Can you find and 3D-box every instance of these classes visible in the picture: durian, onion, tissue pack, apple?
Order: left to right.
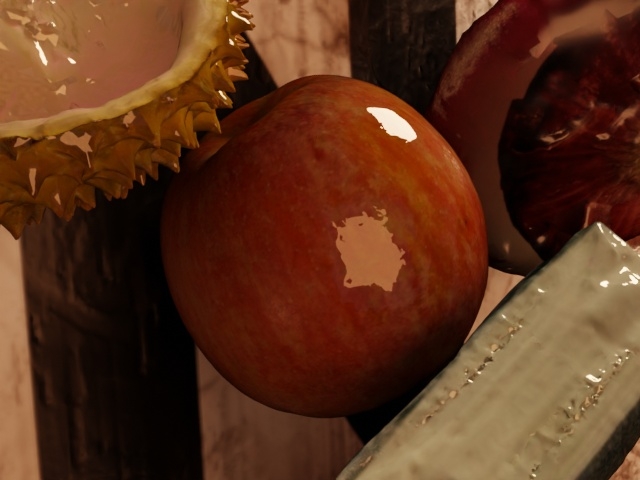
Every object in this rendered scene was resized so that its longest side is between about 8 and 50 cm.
[{"bbox_3d":[-0.133,-0.071,0.426,0.250,0.138,0.183,-27,65,-29],"label":"durian"},{"bbox_3d":[0.000,0.000,0.514,0.188,0.188,0.173,-41,111,-26],"label":"apple"},{"bbox_3d":[0.084,0.157,0.534,0.228,0.103,0.315,-38,159,-28],"label":"tissue pack"},{"bbox_3d":[0.183,-0.107,0.665,0.272,0.195,0.272,-15,136,-16],"label":"onion"}]
